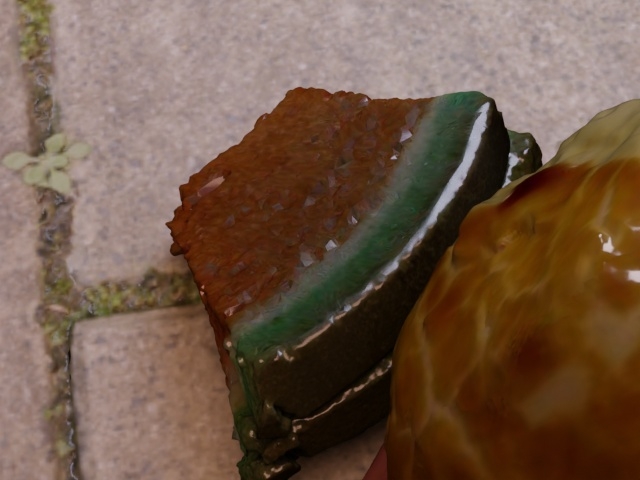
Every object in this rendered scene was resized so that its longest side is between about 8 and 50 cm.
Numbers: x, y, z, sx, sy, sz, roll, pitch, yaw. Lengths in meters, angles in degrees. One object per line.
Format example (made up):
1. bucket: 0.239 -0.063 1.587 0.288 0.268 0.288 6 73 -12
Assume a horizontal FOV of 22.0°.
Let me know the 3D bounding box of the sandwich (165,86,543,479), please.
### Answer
1. sandwich: 0.014 -0.001 1.035 0.292 0.109 0.212 -33 52 -9

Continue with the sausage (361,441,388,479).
1. sausage: 0.054 0.165 0.986 0.077 0.077 0.194 29 65 16

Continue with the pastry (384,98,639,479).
1. pastry: 0.205 0.110 0.816 0.388 0.313 0.388 -2 87 33
